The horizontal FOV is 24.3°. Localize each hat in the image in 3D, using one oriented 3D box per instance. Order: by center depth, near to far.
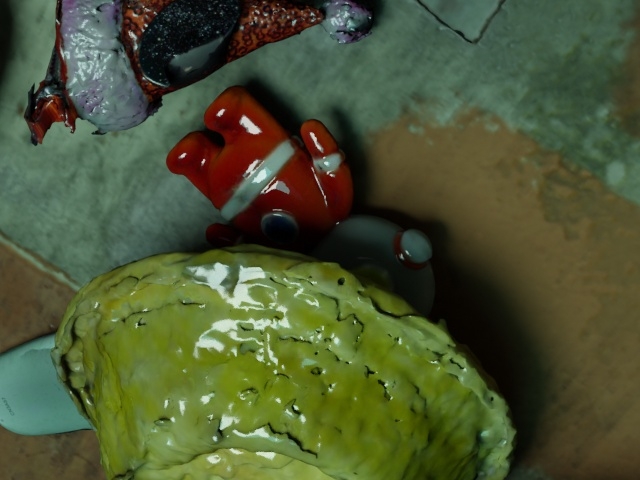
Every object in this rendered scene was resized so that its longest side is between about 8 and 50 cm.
[{"bbox_3d":[-0.077,-0.137,0.995,0.227,0.140,0.129,-4,126,8],"label":"hat"}]

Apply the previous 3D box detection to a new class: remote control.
[{"bbox_3d":[-0.173,0.112,1.202,0.256,0.045,0.097,-17,109,30],"label":"remote control"}]

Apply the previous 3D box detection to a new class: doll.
[{"bbox_3d":[0.000,0.000,1.061,0.245,0.076,0.142,46,130,-2],"label":"doll"}]

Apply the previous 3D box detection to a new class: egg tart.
[{"bbox_3d":[-0.031,0.145,1.057,0.345,0.132,0.345,7,140,6],"label":"egg tart"}]
